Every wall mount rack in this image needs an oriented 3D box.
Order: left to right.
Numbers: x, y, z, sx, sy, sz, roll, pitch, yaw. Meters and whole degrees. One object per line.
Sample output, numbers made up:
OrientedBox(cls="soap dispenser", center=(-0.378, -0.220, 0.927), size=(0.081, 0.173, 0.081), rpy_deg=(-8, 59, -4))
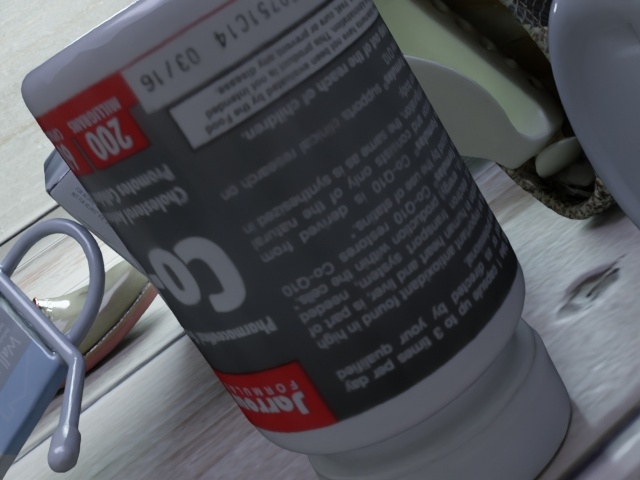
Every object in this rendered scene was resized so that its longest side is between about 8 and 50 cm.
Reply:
OrientedBox(cls="wall mount rack", center=(-0.269, 0.150, 0.682), size=(0.304, 0.130, 0.350), rpy_deg=(37, 98, 34))

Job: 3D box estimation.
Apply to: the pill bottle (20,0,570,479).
OrientedBox(cls="pill bottle", center=(0.000, 0.000, 0.471), size=(0.161, 0.283, 0.161), rpy_deg=(-29, 17, 10))

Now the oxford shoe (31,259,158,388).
OrientedBox(cls="oxford shoe", center=(-0.333, 0.108, 1.048), size=(0.348, 0.130, 0.123), rpy_deg=(-37, 17, -14))

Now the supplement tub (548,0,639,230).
OrientedBox(cls="supplement tub", center=(0.297, -0.131, 0.446), size=(0.338, 0.207, 0.207), rpy_deg=(-35, 16, -7))

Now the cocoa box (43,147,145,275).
OrientedBox(cls="cocoa box", center=(-0.095, -0.071, 0.876), size=(0.228, 0.231, 0.347), rpy_deg=(-50, 17, -5))

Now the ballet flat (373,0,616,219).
OrientedBox(cls="ballet flat", center=(0.039, -0.188, 0.656), size=(0.182, 0.483, 0.164), rpy_deg=(-54, 5, -36))
